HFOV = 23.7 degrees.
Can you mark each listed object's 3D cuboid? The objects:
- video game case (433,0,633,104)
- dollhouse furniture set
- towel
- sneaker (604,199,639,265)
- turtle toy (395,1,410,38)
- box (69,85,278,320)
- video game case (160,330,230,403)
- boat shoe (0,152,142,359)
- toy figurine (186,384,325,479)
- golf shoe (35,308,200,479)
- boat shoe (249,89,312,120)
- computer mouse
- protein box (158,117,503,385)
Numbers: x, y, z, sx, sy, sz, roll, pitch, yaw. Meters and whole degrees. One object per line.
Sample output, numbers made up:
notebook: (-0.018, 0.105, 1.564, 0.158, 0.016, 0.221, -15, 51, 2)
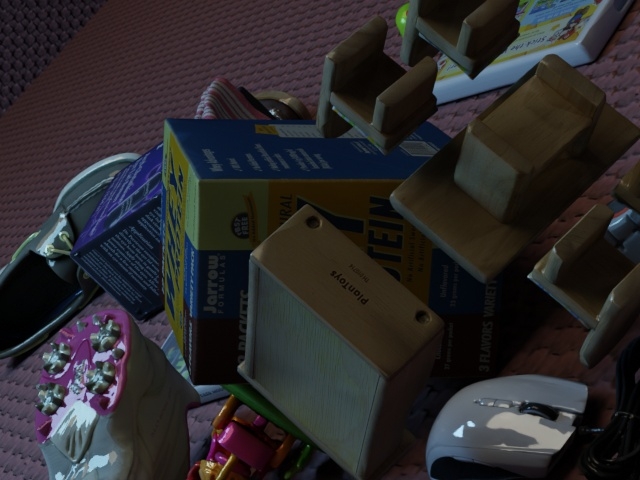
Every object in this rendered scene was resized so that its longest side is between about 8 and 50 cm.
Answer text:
video game case: (0.210, -0.216, 1.375, 0.227, 0.026, 0.206, -9, 40, 56)
dollhouse furniture set: (0.076, 0.000, 0.869, 0.242, 0.212, 0.161, -42, -18, -23)
towel: (-0.052, -0.089, 1.424, 0.029, 0.144, 0.197, -52, 10, 15)
sneaker: (0.217, -0.022, 0.934, 0.158, 0.061, 0.065, -24, 21, 42)
turtle toy: (0.115, -0.240, 1.514, 0.130, 0.066, 0.095, 109, 178, -56)
box: (-0.133, -0.037, 1.560, 0.207, 0.108, 0.153, -32, 23, 32)
video game case: (-0.084, 0.074, 1.371, 0.173, 0.022, 0.190, -22, 30, 47)
boat shoe: (-0.293, 0.025, 1.757, 0.305, 0.109, 0.091, -44, 20, 20)
toy figurine: (-0.077, 0.178, 1.056, 0.159, 0.130, 0.173, -56, -1, -5)
golf shoe: (-0.152, 0.206, 1.135, 0.115, 0.140, 0.306, -13, 55, 33)
boat shoe: (-0.088, -0.125, 1.697, 0.073, 0.073, 0.207, -48, 20, -17)
computer mouse: (0.120, 0.106, 0.887, 0.193, 0.042, 0.106, -18, 33, 50)
protein box: (0.000, 0.000, 1.045, 0.200, 0.201, 0.136, -128, 39, -70)
